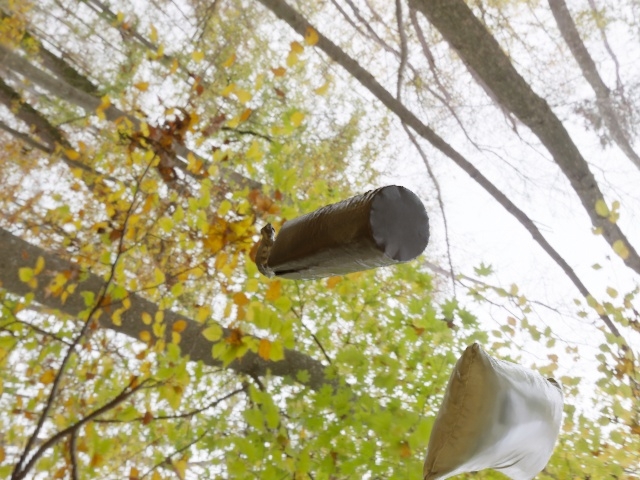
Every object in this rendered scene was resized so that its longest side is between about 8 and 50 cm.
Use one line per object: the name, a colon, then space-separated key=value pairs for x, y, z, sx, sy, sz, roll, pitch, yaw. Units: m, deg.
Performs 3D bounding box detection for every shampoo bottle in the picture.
shampoo bottle: x=0.001 y=0.001 z=0.460 sx=0.208 sy=0.057 sz=0.063 roll=-16 pitch=-121 yaw=56

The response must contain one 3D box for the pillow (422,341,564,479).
pillow: x=0.198 y=0.204 z=0.599 sx=0.078 sy=0.254 sz=0.144 roll=26 pitch=-91 yaw=44
